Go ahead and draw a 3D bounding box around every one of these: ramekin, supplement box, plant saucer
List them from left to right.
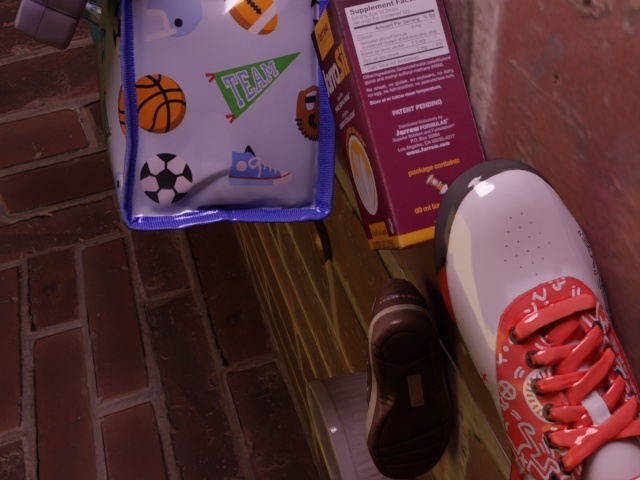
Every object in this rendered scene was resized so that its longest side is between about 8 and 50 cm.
[{"bbox_3d":[0.000,0.000,1.272,0.083,0.015,0.083,163,90,-81],"label":"plant saucer"},{"bbox_3d":[0.059,0.300,1.146,0.207,0.109,0.207,163,90,-81],"label":"ramekin"},{"bbox_3d":[0.061,-0.092,0.572,0.104,0.080,0.188,168,86,-81],"label":"supplement box"}]

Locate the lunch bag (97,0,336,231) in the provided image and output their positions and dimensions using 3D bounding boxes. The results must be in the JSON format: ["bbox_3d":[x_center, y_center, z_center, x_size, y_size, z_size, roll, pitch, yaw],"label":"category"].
[{"bbox_3d":[-0.111,-0.233,0.774,0.328,0.238,0.386,-145,52,-67],"label":"lunch bag"}]

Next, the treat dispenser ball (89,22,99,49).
[{"bbox_3d":[-0.281,-0.409,1.387,0.288,0.288,0.288,164,90,-81],"label":"treat dispenser ball"}]

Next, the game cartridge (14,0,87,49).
[{"bbox_3d":[-0.183,-0.359,0.668,0.230,0.068,0.355,-54,27,38],"label":"game cartridge"}]

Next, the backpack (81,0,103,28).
[{"bbox_3d":[-0.257,-0.423,1.131,0.355,0.290,0.273,40,173,1],"label":"backpack"}]

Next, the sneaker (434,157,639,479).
[{"bbox_3d":[0.144,0.093,0.385,0.145,0.090,0.270,-135,27,-69],"label":"sneaker"}]

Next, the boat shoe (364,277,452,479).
[{"bbox_3d":[0.093,0.150,0.810,0.095,0.095,0.257,-96,4,-53],"label":"boat shoe"}]
